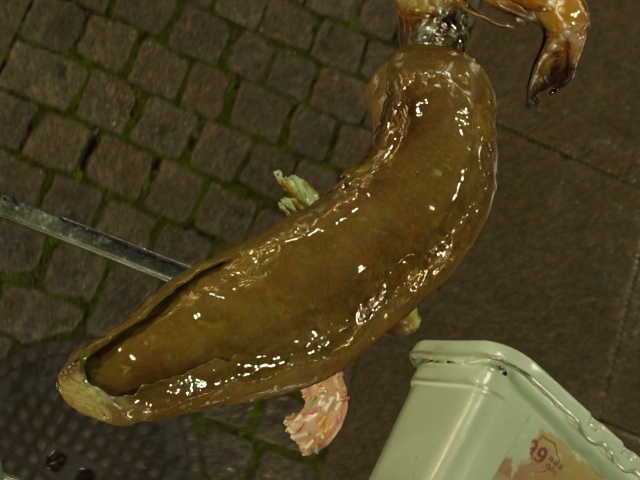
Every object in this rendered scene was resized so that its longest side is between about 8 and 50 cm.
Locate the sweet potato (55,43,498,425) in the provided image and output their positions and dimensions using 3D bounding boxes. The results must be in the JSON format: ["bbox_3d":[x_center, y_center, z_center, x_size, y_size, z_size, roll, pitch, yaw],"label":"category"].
[{"bbox_3d":[-0.002,0.003,0.505,0.286,0.085,0.112,-39,78,-25],"label":"sweet potato"}]

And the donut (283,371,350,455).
[{"bbox_3d":[-0.015,0.209,1.419,0.117,0.065,0.166,-25,70,-13],"label":"donut"}]

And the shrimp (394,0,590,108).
[{"bbox_3d":[0.148,-0.179,0.894,0.178,0.289,0.075,16,51,20],"label":"shrimp"}]

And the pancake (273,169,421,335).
[{"bbox_3d":[0.033,0.032,1.527,0.305,0.427,0.067,44,86,3],"label":"pancake"}]

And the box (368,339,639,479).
[{"bbox_3d":[0.196,0.259,1.009,0.312,0.175,0.182,40,69,-21],"label":"box"}]

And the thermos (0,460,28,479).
[{"bbox_3d":[-0.304,0.177,0.672,0.182,0.287,0.144,27,57,-42],"label":"thermos"}]

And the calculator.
[{"bbox_3d":[-0.213,-0.018,0.744,0.262,0.161,0.021,22,85,-15],"label":"calculator"}]
